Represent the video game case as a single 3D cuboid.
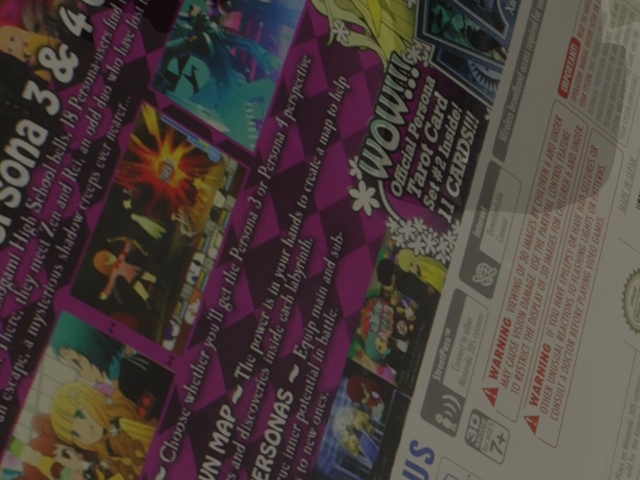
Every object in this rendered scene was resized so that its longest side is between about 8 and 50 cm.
[{"bbox_3d":[0.000,0.000,0.400,0.210,0.042,0.232,33,-121,-28],"label":"video game case"}]
